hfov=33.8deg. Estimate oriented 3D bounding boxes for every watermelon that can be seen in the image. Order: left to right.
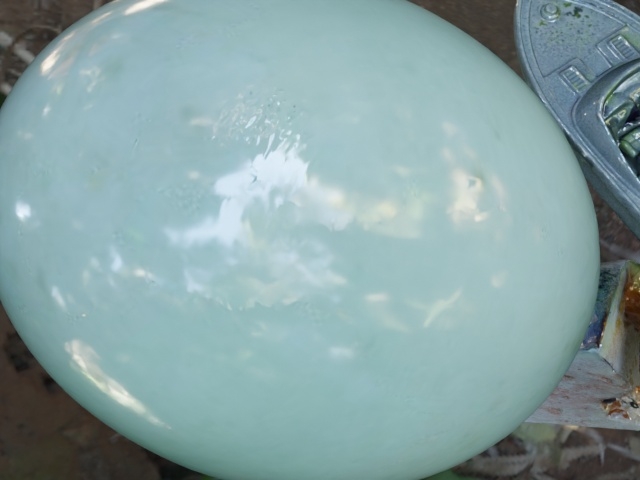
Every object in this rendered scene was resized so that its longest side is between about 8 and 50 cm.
[{"bbox_3d":[0.302,0.112,1.223,0.188,0.322,0.175,2,61,29],"label":"watermelon"}]

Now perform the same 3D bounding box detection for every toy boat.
[{"bbox_3d":[0.273,-0.107,0.896,0.141,0.092,0.319,-33,72,-14],"label":"toy boat"}]

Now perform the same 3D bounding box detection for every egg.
[{"bbox_3d":[0.000,0.000,0.587,0.276,0.389,0.276,-15,69,43],"label":"egg"}]
